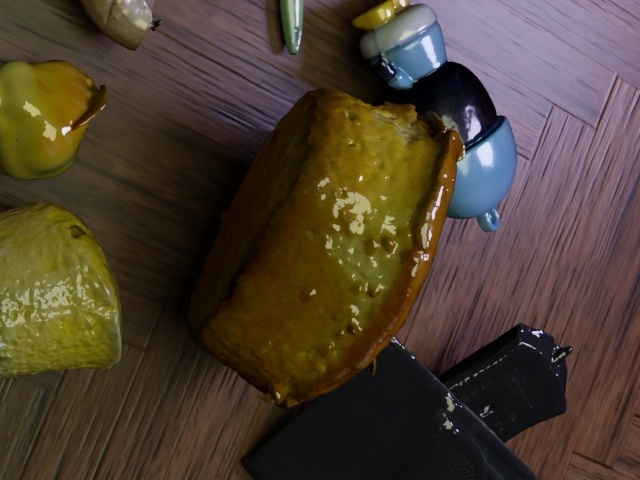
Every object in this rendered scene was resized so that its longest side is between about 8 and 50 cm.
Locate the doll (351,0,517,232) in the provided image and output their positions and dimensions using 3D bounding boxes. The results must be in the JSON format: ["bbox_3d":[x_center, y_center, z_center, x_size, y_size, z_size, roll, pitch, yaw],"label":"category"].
[{"bbox_3d":[0.142,-0.149,1.841,0.314,0.141,0.177,62,36,-9],"label":"doll"}]

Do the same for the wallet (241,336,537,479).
[{"bbox_3d":[0.094,0.290,1.883,0.247,0.041,0.323,-43,115,5],"label":"wallet"}]

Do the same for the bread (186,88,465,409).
[{"bbox_3d":[0.001,-0.003,1.658,0.204,0.337,0.358,28,102,-18],"label":"bread"}]

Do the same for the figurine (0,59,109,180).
[{"bbox_3d":[-0.335,-0.104,1.576,0.246,0.131,0.156,-35,134,-8],"label":"figurine"}]

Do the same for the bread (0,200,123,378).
[{"bbox_3d":[-0.299,0.059,1.571,0.170,0.197,0.197,-17,105,-24],"label":"bread"}]

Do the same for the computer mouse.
[{"bbox_3d":[0.204,0.200,1.935,0.264,0.088,0.147,-31,120,3],"label":"computer mouse"}]

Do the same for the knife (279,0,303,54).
[{"bbox_3d":[-0.031,-0.365,1.776,0.043,0.020,0.293,-6,97,-29],"label":"knife"}]

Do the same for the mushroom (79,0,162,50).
[{"bbox_3d":[-0.208,-0.353,1.600,0.151,0.156,0.285,18,109,-16],"label":"mushroom"}]
